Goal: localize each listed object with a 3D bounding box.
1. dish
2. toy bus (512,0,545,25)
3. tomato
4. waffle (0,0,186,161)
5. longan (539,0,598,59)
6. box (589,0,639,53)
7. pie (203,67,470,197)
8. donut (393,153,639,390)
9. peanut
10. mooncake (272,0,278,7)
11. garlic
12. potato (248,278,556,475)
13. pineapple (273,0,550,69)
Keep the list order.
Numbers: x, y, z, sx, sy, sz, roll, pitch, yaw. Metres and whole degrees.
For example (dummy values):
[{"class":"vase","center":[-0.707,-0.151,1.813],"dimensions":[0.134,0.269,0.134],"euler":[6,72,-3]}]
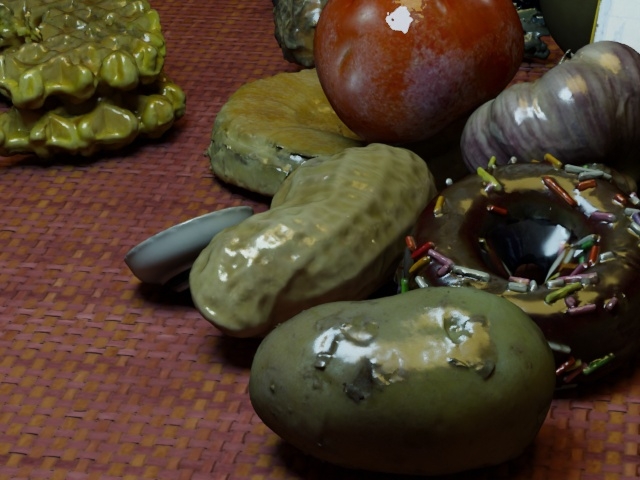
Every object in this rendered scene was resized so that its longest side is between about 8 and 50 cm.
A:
[{"class":"dish","center":[-0.118,0.028,1.780],"dimensions":[0.141,0.078,0.141],"euler":[-23,-9,-4]},{"class":"toy bus","center":[0.313,-0.353,2.443],"dimensions":[0.101,0.088,0.175],"euler":[-15,29,-26]},{"class":"tomato","center":[0.100,-0.212,1.891],"dimensions":[0.232,0.188,0.232],"euler":[-30,12,7]},{"class":"waffle","center":[-0.316,-0.213,2.165],"dimensions":[0.261,0.151,0.324],"euler":[-9,32,-22]},{"class":"longan","center":[0.430,-0.332,2.192],"dimensions":[0.319,0.319,0.319],"euler":[-2,28,1]},{"class":"box","center":[0.405,-0.223,1.980],"dimensions":[0.193,0.301,0.084],"euler":[10,-5,22]},{"class":"pie","center":[0.040,-0.124,2.039],"dimensions":[0.339,0.083,0.339],"euler":[-3,26,1]},{"class":"donut","center":[0.200,0.024,1.672],"dimensions":[0.270,0.103,0.269],"euler":[-1,44,1]},{"class":"peanut","center":[0.000,0.000,1.742],"dimensions":[0.325,0.140,0.153],"euler":[-29,71,-41]},{"class":"mooncake","center":[0.072,-0.404,2.496],"dimensions":[0.306,0.154,0.306],"euler":[-1,31,1]},{"class":"garlic","center":[0.273,-0.095,1.841],"dimensions":[0.245,0.245,0.160],"euler":[-16,65,-24]},{"class":"potato","center":[0.069,0.123,1.505],"dimensions":[0.262,0.165,0.165],"euler":[-7,28,4]},{"class":"pineapple","center":[0.122,-0.274,2.261],"dimensions":[0.361,0.175,0.175],"euler":[7,25,-16]}]
